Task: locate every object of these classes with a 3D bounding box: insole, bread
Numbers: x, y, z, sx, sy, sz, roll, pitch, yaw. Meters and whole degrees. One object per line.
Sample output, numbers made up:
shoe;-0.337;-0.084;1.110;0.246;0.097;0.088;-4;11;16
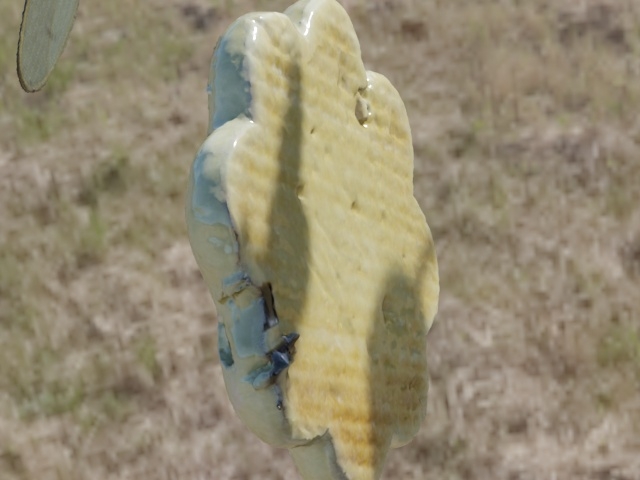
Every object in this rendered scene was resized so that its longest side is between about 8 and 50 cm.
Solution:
insole;-0.250;-0.313;1.646;0.009;0.119;0.348;12;74;14
bread;0.000;0.000;0.992;0.054;0.316;0.316;-10;28;24
